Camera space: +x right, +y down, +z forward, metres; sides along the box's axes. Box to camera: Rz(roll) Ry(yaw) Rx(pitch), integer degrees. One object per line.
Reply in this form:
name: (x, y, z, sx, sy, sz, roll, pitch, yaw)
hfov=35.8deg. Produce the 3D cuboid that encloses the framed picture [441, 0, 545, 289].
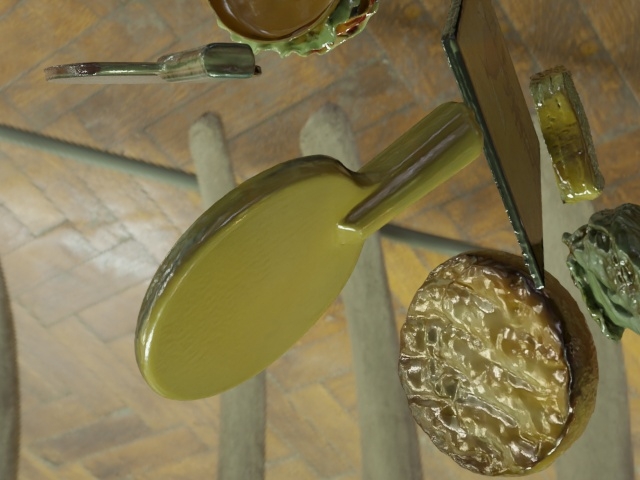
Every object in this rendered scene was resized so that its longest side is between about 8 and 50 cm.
framed picture: (0.183, -0.139, 1.000, 0.014, 0.339, 0.255, -16, 113, 20)

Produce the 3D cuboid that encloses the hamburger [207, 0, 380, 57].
hamburger: (-0.031, -0.408, 1.487, 0.274, 0.212, 0.275, 3, 98, 22)

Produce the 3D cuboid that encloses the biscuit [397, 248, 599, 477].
biscuit: (0.230, 0.158, 1.289, 0.296, 0.102, 0.297, 7, 99, 47)

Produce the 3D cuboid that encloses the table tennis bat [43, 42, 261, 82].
table tennis bat: (-0.107, -0.120, 0.697, 0.154, 0.274, 0.021, -4, 98, -24)

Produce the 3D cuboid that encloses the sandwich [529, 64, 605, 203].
sandwich: (0.473, -0.206, 1.895, 0.087, 0.226, 0.251, -17, 98, 21)

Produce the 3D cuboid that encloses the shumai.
shumai: (0.329, 0.052, 1.043, 0.184, 0.184, 0.142, 31, 127, -9)

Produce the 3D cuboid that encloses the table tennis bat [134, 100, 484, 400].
table tennis bat: (0.000, 0.000, 0.720, 0.050, 0.320, 0.198, 40, 158, 29)
